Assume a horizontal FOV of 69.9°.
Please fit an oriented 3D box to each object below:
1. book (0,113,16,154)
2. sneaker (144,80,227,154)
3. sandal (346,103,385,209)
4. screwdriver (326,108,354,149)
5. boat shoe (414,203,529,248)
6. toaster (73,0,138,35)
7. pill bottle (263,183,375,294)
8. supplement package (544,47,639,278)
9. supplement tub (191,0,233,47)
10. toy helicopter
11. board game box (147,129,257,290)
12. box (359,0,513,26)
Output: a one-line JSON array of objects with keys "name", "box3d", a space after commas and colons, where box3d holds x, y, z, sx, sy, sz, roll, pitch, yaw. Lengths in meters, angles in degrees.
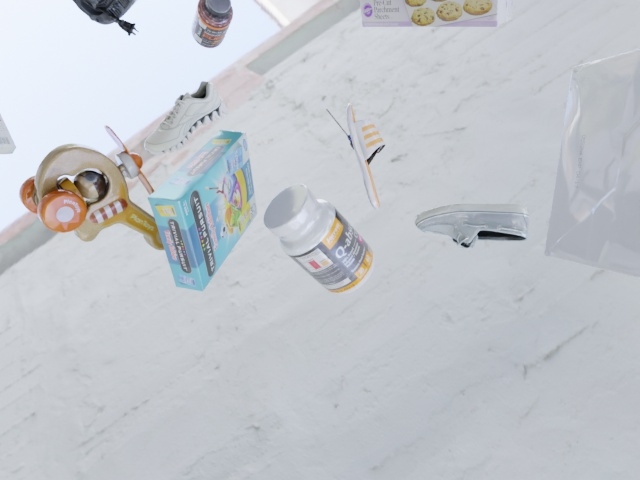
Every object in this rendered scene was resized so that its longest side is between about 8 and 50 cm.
[{"name": "book", "box3d": [-0.528, -0.194, 0.674, 0.035, 0.096, 0.144, -32, -98, 31]}, {"name": "sneaker", "box3d": [-0.416, -0.370, 1.376, 0.110, 0.118, 0.292, 32, -116, 26]}, {"name": "sandal", "box3d": [0.127, -0.210, 1.126, 0.076, 0.265, 0.102, -16, -175, 9]}, {"name": "screwdriver", "box3d": [0.071, -0.308, 1.292, 0.025, 0.170, 0.024, -44, -156, -14]}, {"name": "boat shoe", "box3d": [0.308, -0.025, 0.934, 0.227, 0.079, 0.081, -2, -110, 12]}, {"name": "toaster", "box3d": [-0.322, -0.434, 0.671, 0.129, 0.227, 0.147, -18, -141, 40]}, {"name": "pill bottle", "box3d": [0.000, 0.000, 1.118, 0.162, 0.278, 0.162, -26, -140, 24]}, {"name": "supplement package", "box3d": [0.422, -0.089, 0.559, 0.145, 0.262, 0.204, 2, -172, -16]}, {"name": "supplement tub", "box3d": [-0.321, -0.661, 1.363, 0.106, 0.106, 0.198, -52, -164, -17]}, {"name": "toy helicopter", "box3d": [-0.445, -0.090, 1.025, 0.140, 0.355, 0.235, 26, -100, 37]}, {"name": "board game box", "box3d": [-0.266, -0.083, 1.129, 0.079, 0.254, 0.336, 8, -141, 14]}, {"name": "box", "box3d": [0.223, -0.473, 0.931, 0.324, 0.067, 0.063, 23, -134, 39]}]
